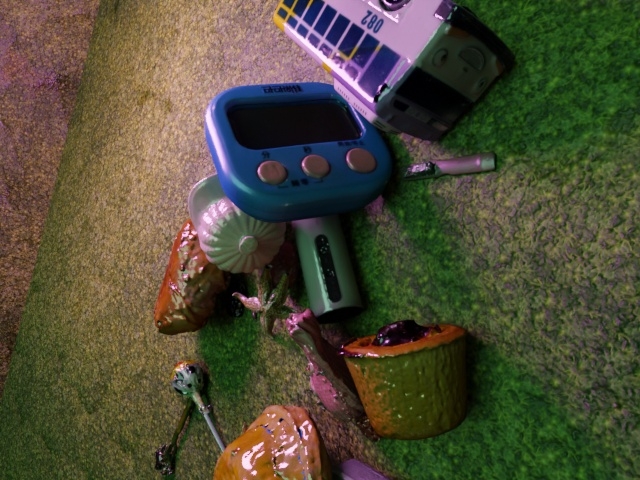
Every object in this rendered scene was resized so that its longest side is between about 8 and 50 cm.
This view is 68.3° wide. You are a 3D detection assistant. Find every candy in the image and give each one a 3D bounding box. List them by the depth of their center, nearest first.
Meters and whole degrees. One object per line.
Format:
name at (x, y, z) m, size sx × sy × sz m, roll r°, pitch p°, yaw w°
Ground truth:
candy at (-0.301, 0.444, 1.230) m, size 0.305 × 0.083 × 0.091 m, roll 51°, pitch 121°, yaw 28°

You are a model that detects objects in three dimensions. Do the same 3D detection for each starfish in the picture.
starfish at (-0.104, 0.149, 1.056) m, size 0.217 × 0.050 × 0.223 m, roll 16°, pitch 131°, yaw 11°

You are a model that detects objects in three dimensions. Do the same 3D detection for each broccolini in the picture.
broccolini at (-0.400, 0.544, 1.329) m, size 0.254 × 0.071 × 0.057 m, roll -62°, pitch 7°, yaw 6°

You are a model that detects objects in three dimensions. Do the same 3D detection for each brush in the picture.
brush at (0.225, -0.136, 0.865) m, size 0.191 × 0.028 × 0.034 m, roll -1°, pitch 84°, yaw 42°

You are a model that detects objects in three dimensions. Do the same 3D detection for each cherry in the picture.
cherry at (-0.109, 0.099, 1.099) m, size 0.107 × 0.090 × 0.225 m, roll 37°, pitch 120°, yaw 36°

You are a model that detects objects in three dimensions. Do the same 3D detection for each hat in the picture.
hat at (0.023, 0.257, 0.877) m, size 0.107 × 0.236 × 0.286 m, roll -38°, pitch 87°, yaw -3°

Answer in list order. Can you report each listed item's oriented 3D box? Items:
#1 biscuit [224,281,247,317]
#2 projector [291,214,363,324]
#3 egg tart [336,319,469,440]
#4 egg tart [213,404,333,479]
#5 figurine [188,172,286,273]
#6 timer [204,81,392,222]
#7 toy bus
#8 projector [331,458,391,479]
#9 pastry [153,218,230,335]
biscuit at (-0.219, 0.154, 1.225) m, size 0.087 × 0.027 × 0.089 m, roll -37°, pitch 58°, yaw 34°
projector at (0.000, 0.000, 0.995) m, size 0.108 × 0.108 × 0.337 m, roll -30°, pitch 63°, yaw 36°
egg tart at (0.143, 0.216, 0.765) m, size 0.215 × 0.215 × 0.170 m, roll -16°, pitch 82°, yaw 40°
egg tart at (-0.107, 0.505, 0.901) m, size 0.388 × 0.169 × 0.387 m, roll -171°, pitch 90°, yaw -66°
figurine at (-0.165, -0.032, 1.052) m, size 0.205 × 0.332 × 0.185 m, roll 38°, pitch 92°, yaw 5°
timer at (-0.043, -0.181, 0.934) m, size 0.115 × 0.340 × 0.308 m, roll 112°, pitch 141°, yaw -54°
toy bus at (0.111, -0.385, 0.891) m, size 0.249 × 0.209 × 0.439 m, roll -55°, pitch 51°, yaw 23°
projector at (0.113, 0.521, 0.802) m, size 0.257 × 0.099 × 0.191 m, roll 11°, pitch 89°, yaw 43°
pastry at (-0.321, 0.101, 1.225) m, size 0.255 × 0.162 × 0.310 m, roll 22°, pitch 94°, yaw 67°
